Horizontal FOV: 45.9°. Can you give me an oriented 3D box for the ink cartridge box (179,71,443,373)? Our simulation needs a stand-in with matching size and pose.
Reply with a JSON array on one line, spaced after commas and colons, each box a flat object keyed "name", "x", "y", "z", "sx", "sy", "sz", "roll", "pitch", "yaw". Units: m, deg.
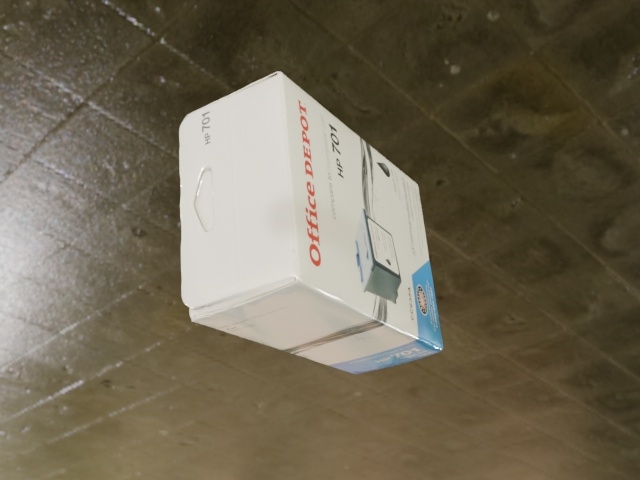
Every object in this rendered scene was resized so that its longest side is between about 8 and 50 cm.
[{"name": "ink cartridge box", "x": 0.000, "y": 0.000, "z": 0.504, "sx": 0.082, "sy": 0.140, "sz": 0.190, "roll": -18, "pitch": 154, "yaw": 26}]
